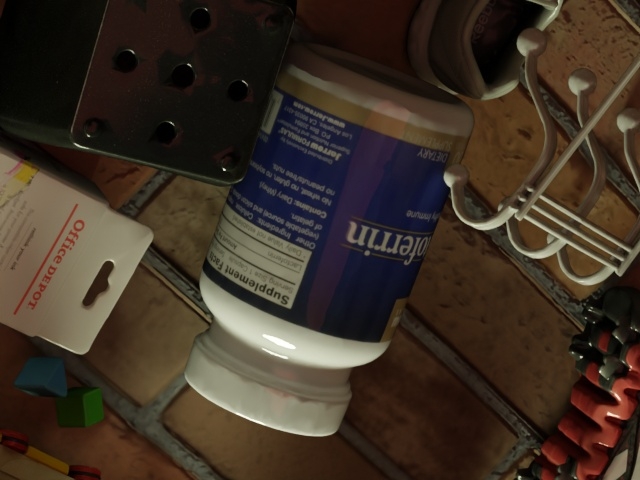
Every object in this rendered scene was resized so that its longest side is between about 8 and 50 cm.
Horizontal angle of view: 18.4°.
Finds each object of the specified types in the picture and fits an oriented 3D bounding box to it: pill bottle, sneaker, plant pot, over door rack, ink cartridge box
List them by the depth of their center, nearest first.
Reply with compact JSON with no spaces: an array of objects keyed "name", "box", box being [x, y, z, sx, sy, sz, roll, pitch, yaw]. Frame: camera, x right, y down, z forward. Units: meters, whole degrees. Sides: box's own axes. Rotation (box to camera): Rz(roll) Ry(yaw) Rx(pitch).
[{"name":"plant pot","box":[-0.113,-0.133,1.367,0.187,0.167,0.188,14,101,-22]},{"name":"ink cartridge box","box":[-0.233,-0.011,1.422,0.198,0.067,0.115,29,97,-22]},{"name":"sneaker","box":[0.153,-0.221,1.451,0.099,0.121,0.262,12,103,-22]},{"name":"over door rack","box":[0.252,-0.117,1.455,0.324,0.108,0.239,-43,153,13]},{"name":"pill bottle","box":[0.000,0.000,1.456,0.153,0.153,0.264,16,102,-22]},{"name":"sneaker","box":[0.246,0.180,1.624,0.135,0.097,0.276,18,99,-20]}]

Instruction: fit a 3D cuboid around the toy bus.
[{"name":"toy bus","box":[-0.240,0.202,1.467,0.104,0.191,0.202,0,113,28]}]
